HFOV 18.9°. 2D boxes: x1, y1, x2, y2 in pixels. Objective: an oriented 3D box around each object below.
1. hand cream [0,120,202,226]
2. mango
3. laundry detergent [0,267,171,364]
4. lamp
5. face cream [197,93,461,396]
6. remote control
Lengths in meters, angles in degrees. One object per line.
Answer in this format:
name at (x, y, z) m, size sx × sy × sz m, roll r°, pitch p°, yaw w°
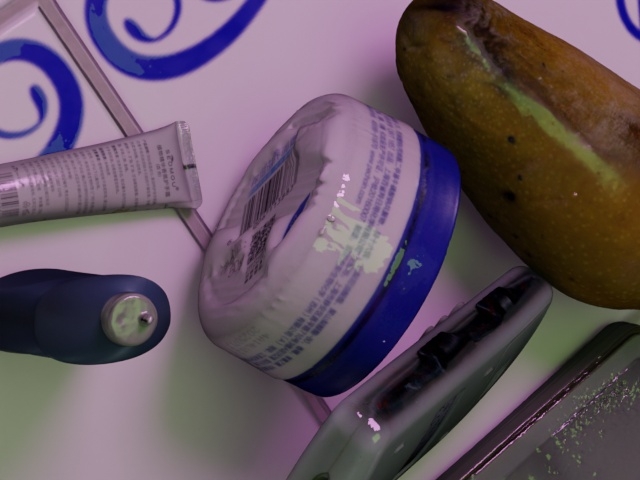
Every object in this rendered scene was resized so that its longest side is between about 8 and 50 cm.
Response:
hand cream at (-0.177, -0.041, 1.391) m, size 0.194 × 0.042 × 0.067 m, roll -10°, pitch 86°, yaw -30°
mango at (0.175, -0.069, 1.477) m, size 0.329 × 0.176 × 0.175 m, roll 33°, pitch 64°, yaw -17°
laundry detergent at (-0.161, 0.051, 1.303) m, size 0.097 × 0.206 × 0.061 m, roll -2°, pitch 91°, yaw -26°
lamp at (0.233, 0.242, 1.573) m, size 0.266 × 0.047 × 0.269 m, roll -39°, pitch 105°, yaw -20°
face cream at (0.000, 0.000, 1.378) m, size 0.111 × 0.206 × 0.206 m, roll 28°, pitch 78°, yaw -21°
remote control at (0.074, 0.112, 1.397) m, size 0.056 × 0.140 × 0.296 m, roll 41°, pitch 37°, yaw 12°
